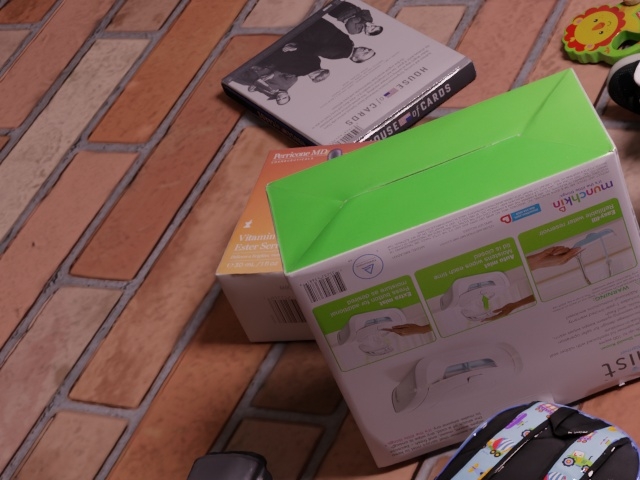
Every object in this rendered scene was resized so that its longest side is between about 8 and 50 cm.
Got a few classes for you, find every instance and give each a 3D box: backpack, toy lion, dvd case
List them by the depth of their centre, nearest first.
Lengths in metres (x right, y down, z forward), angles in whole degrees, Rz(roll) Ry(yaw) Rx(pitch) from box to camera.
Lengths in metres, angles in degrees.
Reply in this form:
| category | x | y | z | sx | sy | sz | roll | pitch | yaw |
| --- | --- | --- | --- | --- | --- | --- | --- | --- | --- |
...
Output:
| category | x | y | z | sx | sy | sz | roll | pitch | yaw |
| --- | --- | --- | --- | --- | --- | --- | --- | --- | --- |
| backpack | 0.151 | 0.206 | 1.236 | 0.158 | 0.117 | 0.173 | 18 | 56 | 42 |
| toy lion | 0.289 | -0.204 | 1.711 | 0.096 | 0.034 | 0.100 | -29 | 38 | 7 |
| dvd case | 0.025 | -0.170 | 1.817 | 0.179 | 0.030 | 0.238 | -37 | 40 | -14 |

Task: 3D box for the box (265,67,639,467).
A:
| category | x | y | z | sx | sy | sz | roll | pitch | yaw |
| --- | --- | --- | --- | --- | --- | --- | --- | --- | --- |
| box | 0.122 | 0.029 | 1.366 | 0.262 | 0.231 | 0.127 | -21 | 38 | 6 |

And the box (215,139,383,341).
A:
| category | x | y | z | sx | sy | sz | roll | pitch | yaw |
| --- | --- | --- | --- | --- | --- | --- | --- | --- | --- |
| box | 0.000 | 0.000 | 1.582 | 0.130 | 0.091 | 0.170 | -4 | 43 | 25 |

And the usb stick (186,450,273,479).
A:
| category | x | y | z | sx | sy | sz | roll | pitch | yaw |
| --- | --- | --- | --- | --- | --- | --- | --- | --- | --- |
| usb stick | -0.113 | 0.280 | 1.357 | 0.077 | 0.045 | 0.278 | 0 | 45 | 28 |

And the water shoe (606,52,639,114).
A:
| category | x | y | z | sx | sy | sz | roll | pitch | yaw |
| --- | --- | --- | --- | --- | --- | --- | --- | --- | --- |
| water shoe | 0.328 | -0.113 | 1.547 | 0.203 | 0.073 | 0.080 | 18 | 57 | 42 |

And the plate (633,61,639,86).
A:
| category | x | y | z | sx | sy | sz | roll | pitch | yaw |
| --- | --- | --- | --- | --- | --- | --- | --- | --- | --- |
| plate | 0.448 | -0.199 | 1.472 | 0.278 | 0.045 | 0.277 | 22 | 70 | 41 |
